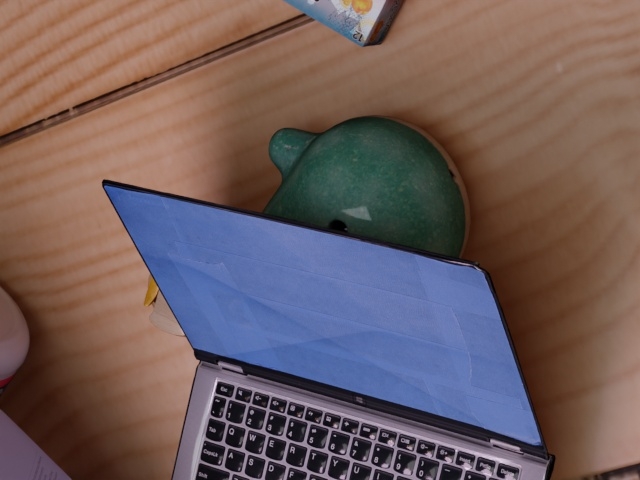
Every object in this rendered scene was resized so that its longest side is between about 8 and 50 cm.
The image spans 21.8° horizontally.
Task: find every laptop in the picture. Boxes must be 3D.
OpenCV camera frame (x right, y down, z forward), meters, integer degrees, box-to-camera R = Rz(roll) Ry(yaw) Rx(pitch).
[{"bbox_3d":[-0.022,0.193,1.446,0.381,0.236,0.408,13,90,31],"label":"laptop"}]

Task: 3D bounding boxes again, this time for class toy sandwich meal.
[{"bbox_3d":[-0.138,0.052,1.622,0.085,0.029,0.086,3,100,19],"label":"toy sandwich meal"}]

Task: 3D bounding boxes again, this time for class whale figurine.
[{"bbox_3d":[0.000,0.000,1.504,0.272,0.141,0.216,-25,90,24],"label":"whale figurine"}]

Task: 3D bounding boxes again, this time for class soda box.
[{"bbox_3d":[-0.014,-0.246,1.513,0.183,0.058,0.063,32,108,13],"label":"soda box"}]

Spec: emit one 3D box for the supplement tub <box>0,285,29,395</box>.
[{"bbox_3d":[-0.431,0.155,1.659,0.191,0.191,0.272,39,109,10],"label":"supplement tub"}]

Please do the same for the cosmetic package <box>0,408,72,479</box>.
[{"bbox_3d":[-0.371,0.235,1.502,0.197,0.155,0.365,-37,105,14],"label":"cosmetic package"}]
